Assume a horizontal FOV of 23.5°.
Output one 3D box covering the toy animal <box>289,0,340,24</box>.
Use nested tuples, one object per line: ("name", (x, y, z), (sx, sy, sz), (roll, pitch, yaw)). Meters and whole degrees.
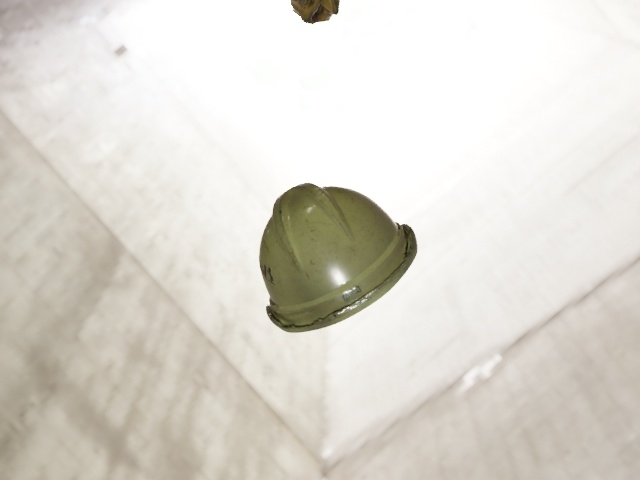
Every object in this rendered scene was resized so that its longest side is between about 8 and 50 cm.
("toy animal", (-0.037, -0.293, 1.333), (0.054, 0.149, 0.275), (-26, 145, -3))

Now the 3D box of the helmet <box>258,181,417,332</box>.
("helmet", (-0.002, -0.004, 1.855), (0.204, 0.137, 0.257), (-32, -166, -3))
